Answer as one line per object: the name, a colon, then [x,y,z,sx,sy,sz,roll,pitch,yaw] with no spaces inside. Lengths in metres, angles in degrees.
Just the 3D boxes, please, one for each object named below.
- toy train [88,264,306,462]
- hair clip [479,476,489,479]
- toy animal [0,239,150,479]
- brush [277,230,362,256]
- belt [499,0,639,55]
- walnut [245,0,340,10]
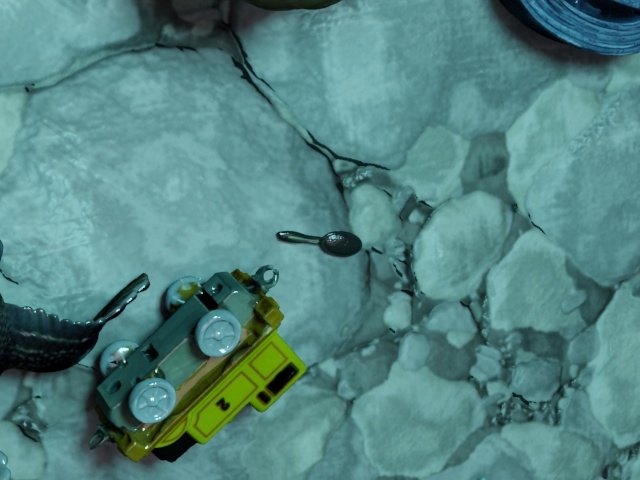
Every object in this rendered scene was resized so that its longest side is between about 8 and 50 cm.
toy train: [-0.104,0.115,1.115,0.219,0.089,0.127,-44,124,-5]
hair clip: [0.203,0.267,1.295,0.115,0.039,0.030,22,90,-22]
toy animal: [-0.269,0.088,1.040,0.160,0.197,0.272,57,37,-7]
brush: [0.000,0.000,1.163,0.083,0.008,0.024,9,104,-22]
belt: [0.242,-0.241,1.147,0.190,0.082,0.141,24,101,-23]
walnut: [-0.011,-0.290,0.964,0.248,0.248,0.248,-5,106,-19]
